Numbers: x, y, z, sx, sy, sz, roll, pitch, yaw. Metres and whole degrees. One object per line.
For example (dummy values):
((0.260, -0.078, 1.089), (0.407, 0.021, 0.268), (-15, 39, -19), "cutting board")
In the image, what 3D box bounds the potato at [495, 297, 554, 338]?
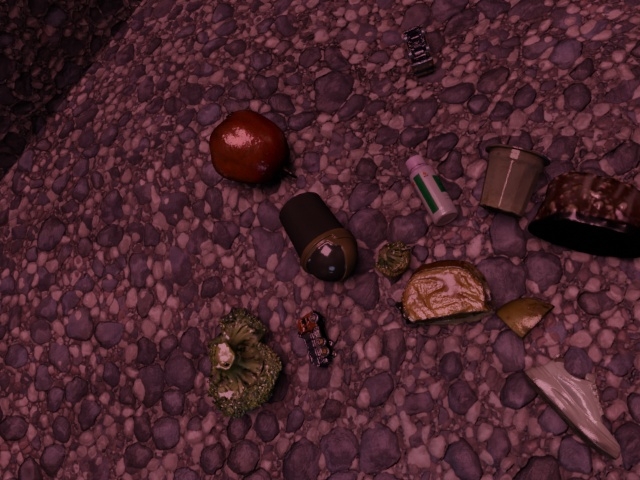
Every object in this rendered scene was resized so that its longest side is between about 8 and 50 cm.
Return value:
((0.630, 0.214, 1.718), (0.149, 0.081, 0.120), (-46, 65, 2), "potato")

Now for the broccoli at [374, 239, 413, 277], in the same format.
((0.246, 0.061, 1.894), (0.131, 0.120, 0.130), (28, 91, 51), "broccoli")

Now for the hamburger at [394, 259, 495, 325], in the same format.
((0.394, 0.163, 1.795), (0.308, 0.132, 0.211), (-11, 69, 17), "hamburger")

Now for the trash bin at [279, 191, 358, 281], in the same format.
((0.000, 0.000, 1.957), (0.214, 0.214, 0.334), (-36, 61, 6), "trash bin")

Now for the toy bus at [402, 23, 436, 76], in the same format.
((0.376, -0.717, 2.114), (0.091, 0.103, 0.182), (-16, 62, 15), "toy bus")

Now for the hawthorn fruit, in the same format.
((-0.246, -0.334, 2.148), (0.368, 0.285, 0.285), (29, 84, 4), "hawthorn fruit")

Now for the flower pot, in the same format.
((0.613, -0.188, 1.812), (0.212, 0.212, 0.203), (19, 94, 25), "flower pot")

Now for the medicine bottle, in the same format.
((0.381, -0.179, 1.937), (0.095, 0.095, 0.260), (-29, 67, 10), "medicine bottle")

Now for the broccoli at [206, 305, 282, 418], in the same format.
((-0.255, 0.411, 1.890), (0.248, 0.302, 0.376), (11, 67, -16), "broccoli")

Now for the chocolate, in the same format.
((0.825, -0.093, 1.675), (0.339, 0.225, 0.210), (15, 71, 21), "chocolate")

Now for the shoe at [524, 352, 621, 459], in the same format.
((0.745, 0.451, 1.577), (0.159, 0.124, 0.316), (-42, 63, -4), "shoe")

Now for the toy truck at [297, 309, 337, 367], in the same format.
((-0.014, 0.344, 1.917), (0.092, 0.083, 0.192), (-26, 66, 17), "toy truck")
